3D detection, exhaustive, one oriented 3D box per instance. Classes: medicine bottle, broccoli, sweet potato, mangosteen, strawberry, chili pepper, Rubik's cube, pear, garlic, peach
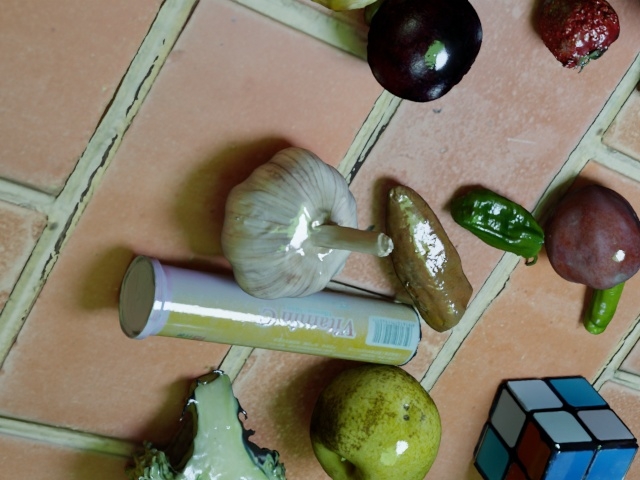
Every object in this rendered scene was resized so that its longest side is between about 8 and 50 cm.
[{"bbox_3d":[-0.058,0.106,1.713,0.426,0.108,0.108,12,116,-33],"label":"medicine bottle"},{"bbox_3d":[-0.175,0.334,1.813,0.242,0.273,0.180,-7,170,-33],"label":"broccoli"},{"bbox_3d":[0.149,0.022,1.765,0.097,0.097,0.252,-27,121,-7],"label":"sweet potato"},{"bbox_3d":[0.119,-0.247,1.545,0.152,0.152,0.152,-13,127,-18],"label":"mangosteen"},{"bbox_3d":[0.334,-0.280,1.647,0.106,0.106,0.106,-13,127,-18],"label":"strawberry"},{"bbox_3d":[0.275,-0.016,1.818,0.204,0.073,0.072,26,94,-38],"label":"chili pepper"},{"bbox_3d":[0.373,0.339,2.036,0.167,0.180,0.183,2,119,-27],"label":"Rubik's cube"},{"bbox_3d":[0.086,0.270,1.846,0.197,0.197,0.197,-13,127,-18],"label":"pear"},{"bbox_3d":[0.449,0.061,1.959,0.050,0.052,0.202,-14,129,-34],"label":"chili pepper"},{"bbox_3d":[0.000,0.000,1.582,0.199,0.226,0.199,-19,118,-41],"label":"garlic"},{"bbox_3d":[0.404,-0.012,1.841,0.152,0.152,0.152,-13,127,-18],"label":"peach"}]

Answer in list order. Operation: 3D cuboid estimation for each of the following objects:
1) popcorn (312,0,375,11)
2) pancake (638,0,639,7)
[{"bbox_3d":[-0.017,-0.360,1.362,0.191,0.190,0.253,-31,91,-20],"label":"popcorn"},{"bbox_3d":[0.530,-0.372,1.622,0.387,0.082,0.387,-5,100,-32],"label":"pancake"}]
